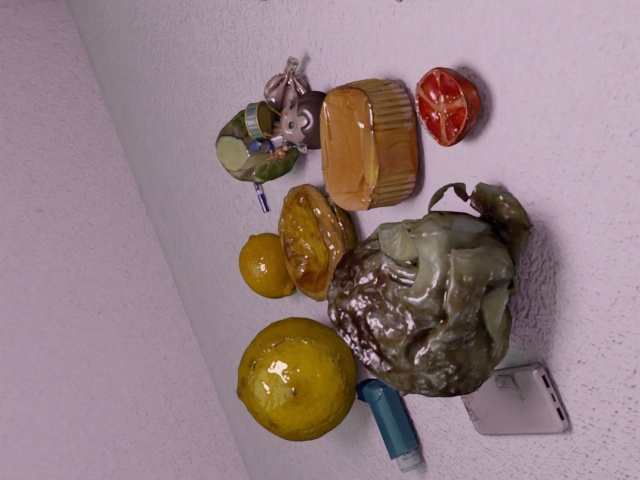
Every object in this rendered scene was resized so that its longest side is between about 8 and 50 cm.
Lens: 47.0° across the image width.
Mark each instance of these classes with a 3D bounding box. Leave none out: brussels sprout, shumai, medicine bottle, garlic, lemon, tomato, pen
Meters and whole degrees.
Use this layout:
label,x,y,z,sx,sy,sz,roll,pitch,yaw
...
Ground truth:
label,x,y,z,sx,sy,sz,roll,pitch,yaw
brussels sprout,-0.174,-0.256,2.028,0.244,0.244,0.244,38,137,48
shumai,0.215,0.067,1.379,0.395,0.395,0.348,56,150,29
medicine bottle,0.187,0.485,1.959,0.124,0.079,0.258,-39,71,57
garlic,-0.079,-0.394,1.929,0.194,0.131,0.127,118,148,-45
lemon,-0.062,0.392,2.102,0.387,0.350,0.349,6,-114,-85
tomato,0.254,-0.265,1.423,0.155,0.069,0.155,39,139,44
pen,-0.207,-0.186,2.371,0.025,0.025,0.204,-26,82,62
lemon,-0.157,0.078,2.258,0.244,0.187,0.187,55,148,21

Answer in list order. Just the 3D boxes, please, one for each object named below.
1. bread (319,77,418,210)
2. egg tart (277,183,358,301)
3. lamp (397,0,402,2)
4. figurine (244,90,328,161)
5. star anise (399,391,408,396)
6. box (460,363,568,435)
label,x,y,z,sx,sy,sz,roll,pitch,yaw
bread,0.115,-0.211,1.629,0.204,0.156,0.288,9,110,52
egg tart,0.002,-0.001,1.979,0.341,0.129,0.341,39,137,50
lamp,0.091,-0.620,1.497,0.283,0.124,0.203,53,180,40
figurine,-0.048,-0.295,1.827,0.158,0.275,0.161,44,-140,-59
star anise,0.236,0.235,1.696,0.198,0.111,0.257,-104,30,-58
box,0.391,0.338,1.540,0.285,0.044,0.142,-31,79,62
